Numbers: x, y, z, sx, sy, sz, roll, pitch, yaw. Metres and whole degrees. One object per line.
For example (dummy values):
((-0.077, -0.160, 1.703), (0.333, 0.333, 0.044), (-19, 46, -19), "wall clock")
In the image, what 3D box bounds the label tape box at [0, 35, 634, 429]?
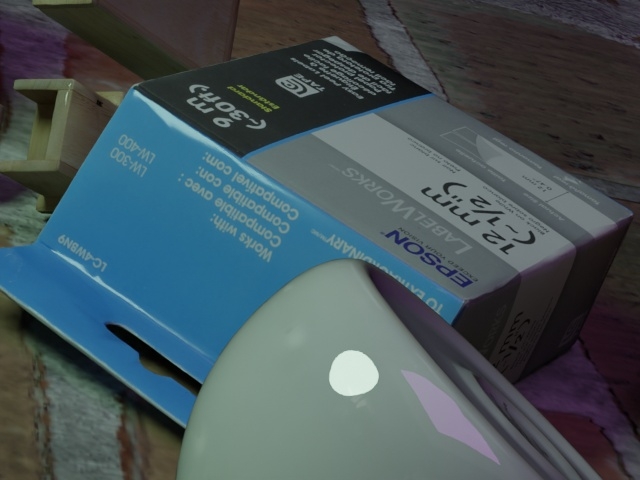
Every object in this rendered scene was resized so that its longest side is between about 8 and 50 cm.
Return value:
((0.000, 0.000, 1.173), (0.249, 0.115, 0.347), (33, 26, 21), "label tape box")

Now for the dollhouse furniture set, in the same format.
((-0.251, -0.156, 1.353), (0.355, 0.303, 0.174), (0, -16, 28), "dollhouse furniture set")

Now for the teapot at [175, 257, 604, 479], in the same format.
((0.022, 0.142, 0.833), (0.252, 0.187, 0.256), (47, 7, 18), "teapot")
